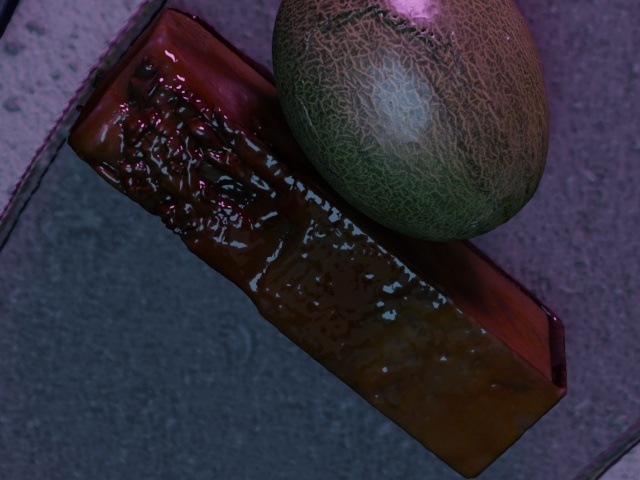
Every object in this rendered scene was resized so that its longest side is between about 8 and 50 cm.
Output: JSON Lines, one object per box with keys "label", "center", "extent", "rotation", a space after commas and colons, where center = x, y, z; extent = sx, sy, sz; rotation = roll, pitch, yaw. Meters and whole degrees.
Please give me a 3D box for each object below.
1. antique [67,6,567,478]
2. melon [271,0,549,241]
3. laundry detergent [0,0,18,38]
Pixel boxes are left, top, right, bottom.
{"label": "antique", "center": [0.000, 0.000, 1.079], "extent": [0.310, 0.093, 0.087], "rotation": [40, 113, -12]}
{"label": "melon", "center": [0.046, -0.088, 1.008], "extent": [0.139, 0.139, 0.192], "rotation": [-27, 105, 17]}
{"label": "laundry detergent", "center": [-0.262, -0.178, 1.042], "extent": [0.206, 0.061, 0.097], "rotation": [25, 124, -5]}
